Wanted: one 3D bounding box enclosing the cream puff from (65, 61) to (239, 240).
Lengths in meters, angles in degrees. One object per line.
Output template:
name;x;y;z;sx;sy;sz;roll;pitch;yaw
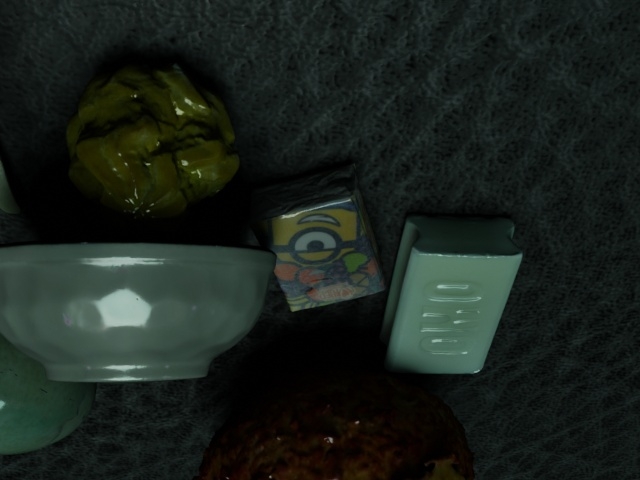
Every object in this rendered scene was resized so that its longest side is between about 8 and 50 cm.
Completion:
cream puff;-0.148;-0.072;0.782;0.156;0.156;0.121;-15;152;10

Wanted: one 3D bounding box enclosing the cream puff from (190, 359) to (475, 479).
cream puff;0.007;0.264;1.065;0.350;0.229;0.350;-17;153;-9

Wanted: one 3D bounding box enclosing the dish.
dish;-0.177;0.069;0.834;0.303;0.120;0.303;-1;173;0

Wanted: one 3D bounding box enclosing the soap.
soap;0.137;0.063;0.992;0.119;0.066;0.198;2;135;-5

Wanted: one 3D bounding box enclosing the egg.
egg;-0.343;0.132;0.941;0.236;0.169;0.169;31;125;-30

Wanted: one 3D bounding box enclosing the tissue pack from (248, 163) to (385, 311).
tissue pack;0.000;0.000;0.919;0.108;0.060;0.148;-13;136;8

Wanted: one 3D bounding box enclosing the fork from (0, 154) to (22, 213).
fork;-0.301;-0.101;0.821;0.034;0.028;0.219;-9;140;-7
